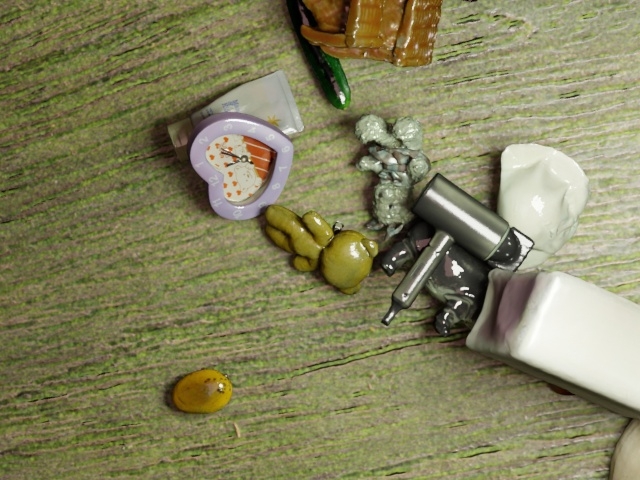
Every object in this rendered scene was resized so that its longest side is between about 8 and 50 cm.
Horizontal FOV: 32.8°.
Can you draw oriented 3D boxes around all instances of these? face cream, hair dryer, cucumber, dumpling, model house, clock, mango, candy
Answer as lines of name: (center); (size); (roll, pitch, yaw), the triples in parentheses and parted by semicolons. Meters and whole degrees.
face cream: (-0.150, -0.209, 1.890); (0.224, 0.070, 0.114); (-20, 88, -1)
hair dryer: (0.193, 0.047, 1.725); (0.195, 0.078, 0.248); (36, 91, 0)
cucumber: (-0.012, -0.352, 1.867); (0.056, 0.056, 0.284); (-22, 83, 8)
dumpling: (0.363, -0.056, 1.776); (0.151, 0.124, 0.229); (-1, 122, 5)
model house: (0.088, -0.384, 1.788); (0.219, 0.199, 0.229); (-36, 81, 19)
clock: (-0.130, -0.140, 1.853); (0.172, 0.064, 0.198); (-25, 126, -3)
mango: (-0.208, 0.266, 1.901); (0.114, 0.057, 0.079); (-19, 92, 16)
candy: (0.419, 0.165, 1.653); (0.358, 0.208, 0.145); (25, 81, -18)

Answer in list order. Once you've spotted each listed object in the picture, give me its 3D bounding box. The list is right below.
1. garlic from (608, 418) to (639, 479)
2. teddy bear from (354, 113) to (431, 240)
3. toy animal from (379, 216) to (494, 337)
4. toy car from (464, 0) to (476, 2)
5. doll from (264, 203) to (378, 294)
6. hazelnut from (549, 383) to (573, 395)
garlic: (0.563, 0.388, 1.749); (0.196, 0.151, 0.338); (36, 96, -7)
teddy bear: (0.127, -0.118, 1.832); (0.133, 0.111, 0.213); (16, 118, 36)
toy animal: (0.261, 0.097, 1.806); (0.343, 0.106, 0.168); (34, 87, 1)
toy car: (0.267, -0.469, 1.824); (0.069, 0.055, 0.142); (29, 96, 4)
doll: (0.000, 0.000, 1.854); (0.209, 0.097, 0.137); (31, 133, 14)
hazelnut: (0.409, 0.214, 1.800); (0.086, 0.086, 0.086); (0, 90, 8)
